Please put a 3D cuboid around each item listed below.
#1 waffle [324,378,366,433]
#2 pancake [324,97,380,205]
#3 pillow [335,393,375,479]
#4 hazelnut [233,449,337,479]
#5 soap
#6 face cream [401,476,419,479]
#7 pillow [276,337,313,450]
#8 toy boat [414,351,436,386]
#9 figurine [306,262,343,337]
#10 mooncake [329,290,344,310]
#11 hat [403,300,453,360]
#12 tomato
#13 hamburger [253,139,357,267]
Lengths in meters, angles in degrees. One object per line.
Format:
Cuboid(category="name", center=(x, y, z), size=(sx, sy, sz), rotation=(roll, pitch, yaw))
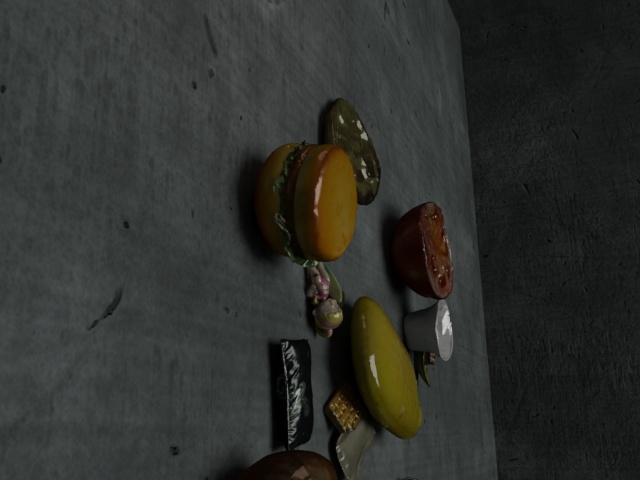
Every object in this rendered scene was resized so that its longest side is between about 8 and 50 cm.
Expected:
Cuboid(category="waffle", center=(0.058, 0.381, 1.522), size=(0.092, 0.021, 0.135), rotation=(56, 26, -4))
Cuboid(category="pancake", center=(0.081, -0.231, 1.762), size=(0.294, 0.049, 0.295), rotation=(39, 43, -51))
Cuboid(category="pillow", center=(0.083, 0.463, 1.568), size=(0.233, 0.038, 0.131), rotation=(-45, 121, -63))
Cuboid(category="hazelnut", center=(-0.060, 0.418, 1.040), size=(0.214, 0.176, 0.214), rotation=(-59, -178, 3))
Cuboid(category="soap", center=(0.154, 0.319, 1.675), size=(0.427, 0.115, 0.306), rotation=(58, 27, -53))
Cuboid(category="face cream", center=(0.276, 0.722, 1.907), size=(0.229, 0.075, 0.075), rotation=(48, 40, -52))
Cuboid(category="pillow", center=(-0.047, 0.294, 1.299), size=(0.141, 0.055, 0.209), rotation=(29, 57, -73))
Cuboid(category="toy boat", center=(0.344, 0.391, 2.192), size=(0.065, 0.066, 0.172), rotation=(55, 36, -54))
Cuboid(category="figurine", center=(0.003, 0.117, 1.473), size=(0.083, 0.083, 0.188), rotation=(12, 60, -66))
Cuboid(category="mooncake", center=(0.013, -0.003, 1.534), size=(0.150, 0.057, 0.347), rotation=(28, 53, -78))
Cuboid(category="hat", center=(0.336, 0.285, 2.126), size=(0.203, 0.126, 0.203), rotation=(-7, 90, -68))
Cuboid(category="tomato", center=(0.308, 0.041, 2.112), size=(0.338, 0.143, 0.339), rotation=(35, 50, -55))
Cuboid(category="hamburger", center=(-0.038, -0.071, 1.288), size=(0.246, 0.169, 0.246), rotation=(6, 90, -66))
